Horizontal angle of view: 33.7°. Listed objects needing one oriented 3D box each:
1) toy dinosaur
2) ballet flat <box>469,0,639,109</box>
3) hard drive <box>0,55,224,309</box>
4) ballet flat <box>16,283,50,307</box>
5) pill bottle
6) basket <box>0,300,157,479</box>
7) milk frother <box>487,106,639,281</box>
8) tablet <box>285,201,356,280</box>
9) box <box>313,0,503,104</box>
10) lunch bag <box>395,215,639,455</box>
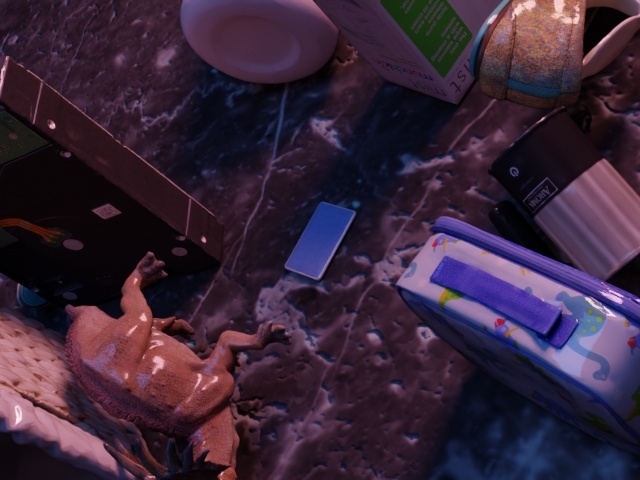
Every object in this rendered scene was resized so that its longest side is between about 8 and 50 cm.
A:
[{"bbox_3d":[-0.163,0.140,1.001,0.295,0.127,0.200,30,54,16],"label":"toy dinosaur"},{"bbox_3d":[0.257,-0.244,0.983,0.123,0.123,0.348,6,49,39],"label":"ballet flat"},{"bbox_3d":[-0.295,-0.043,1.126,0.237,0.339,0.064,-19,53,28],"label":"hard drive"},{"bbox_3d":[-0.331,0.014,1.328,0.052,0.057,0.168,-20,43,62],"label":"ballet flat"},{"bbox_3d":[-0.050,-0.359,1.253,0.181,0.181,0.323,-10,57,32],"label":"pill bottle"},{"bbox_3d":[-0.381,0.229,1.028,0.331,0.328,0.266,-45,43,6],"label":"basket"},{"bbox_3d":[0.230,-0.042,0.905,0.143,0.129,0.135,-34,79,-24],"label":"milk frother"},{"bbox_3d":[0.000,0.000,1.108,0.054,0.006,0.083,18,74,43],"label":"tablet"},{"bbox_3d":[0.114,-0.313,1.064,0.127,0.231,0.262,28,81,44],"label":"box"},{"bbox_3d":[0.173,0.071,0.813,0.219,0.176,0.090,27,81,45],"label":"lunch bag"}]
